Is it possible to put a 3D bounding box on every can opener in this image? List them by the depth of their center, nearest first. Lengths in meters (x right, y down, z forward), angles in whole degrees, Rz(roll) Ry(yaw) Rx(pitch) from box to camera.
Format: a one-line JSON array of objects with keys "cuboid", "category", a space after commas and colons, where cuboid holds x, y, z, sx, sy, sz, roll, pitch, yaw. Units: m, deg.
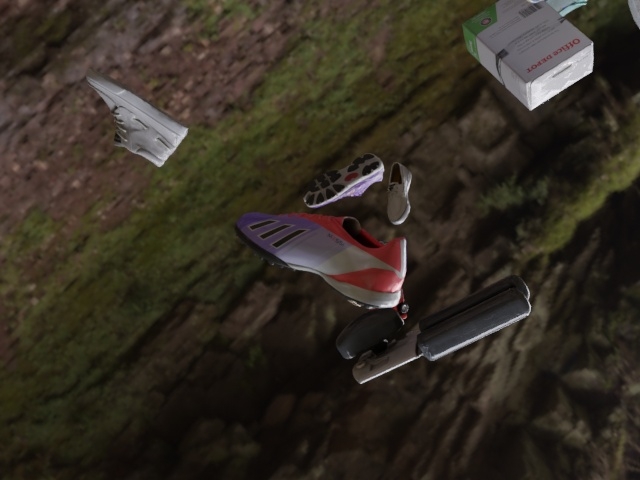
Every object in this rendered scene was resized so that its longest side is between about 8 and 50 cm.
[{"cuboid": [0.152, 0.115, 1.388, 0.283, 0.095, 0.076, -29, -162, 21], "category": "can opener"}]

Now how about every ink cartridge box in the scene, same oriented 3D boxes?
[{"cuboid": [0.413, -0.385, 1.963, 0.160, 0.092, 0.219, -32, -124, -6], "category": "ink cartridge box"}]

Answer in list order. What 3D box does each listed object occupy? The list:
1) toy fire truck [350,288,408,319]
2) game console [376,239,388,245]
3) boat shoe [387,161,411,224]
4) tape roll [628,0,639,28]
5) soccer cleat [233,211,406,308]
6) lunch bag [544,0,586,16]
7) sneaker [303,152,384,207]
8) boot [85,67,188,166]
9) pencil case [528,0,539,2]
[{"cuboid": [0.088, 0.080, 1.836, 0.135, 0.192, 0.047, -22, -161, -33], "category": "toy fire truck"}, {"cuboid": [0.014, -0.006, 2.229, 0.213, 0.361, 0.044, 9, -92, 32], "category": "game console"}, {"cuboid": [0.112, -0.072, 1.453, 0.035, 0.035, 0.100, -11, -126, 35], "category": "boat shoe"}, {"cuboid": [0.784, -0.532, 2.039, 0.286, 0.286, 0.100, -36, 171, 11], "category": "tape roll"}, {"cuboid": [0.000, 0.000, 1.551, 0.318, 0.108, 0.116, 25, -71, 32], "category": "soccer cleat"}, {"cuboid": [0.518, -0.600, 2.094, 0.223, 0.160, 0.262, 159, -59, -73], "category": "lunch bag"}, {"cuboid": [0.050, -0.102, 1.923, 0.170, 0.071, 0.068, -25, -130, -3], "category": "sneaker"}, {"cuboid": [-0.429, -0.265, 2.180, 0.123, 0.258, 0.095, -55, -160, 6], "category": "boot"}, {"cuboid": [0.313, -0.535, 1.801, 0.113, 0.124, 0.273, -34, -126, -28], "category": "pencil case"}]
